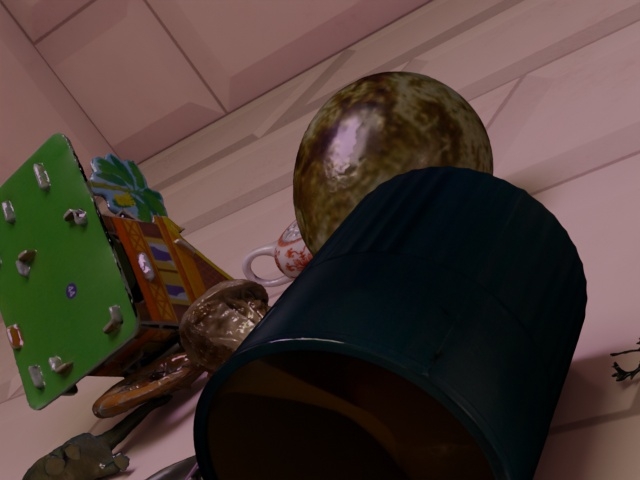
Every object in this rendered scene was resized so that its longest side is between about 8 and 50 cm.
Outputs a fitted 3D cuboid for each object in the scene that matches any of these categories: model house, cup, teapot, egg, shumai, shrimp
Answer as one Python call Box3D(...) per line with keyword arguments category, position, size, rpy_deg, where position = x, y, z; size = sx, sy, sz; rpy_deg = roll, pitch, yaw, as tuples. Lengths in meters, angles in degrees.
Box3D(category="model house", position=(-0.299, 0.048, 1.785), size=(0.242, 0.357, 0.313), rpy_deg=(-39, -26, 23))
Box3D(category="cup", position=(0.075, 0.125, 0.983), size=(0.242, 0.308, 0.292), rpy_deg=(8, 34, 21))
Box3D(category="teapot", position=(0.000, 0.000, 1.685), size=(0.245, 0.116, 0.159), rpy_deg=(-30, 28, 14))
Box3D(category="egg", position=(0.080, -0.069, 1.469), size=(0.238, 0.238, 0.289), rpy_deg=(-17, 32, 51))
Box3D(category="shumai", position=(-0.100, 0.123, 1.551), size=(0.145, 0.145, 0.116), rpy_deg=(-39, 52, -11))
Box3D(category="shrimp", position=(-0.210, 0.192, 1.606), size=(0.187, 0.051, 0.132), rpy_deg=(-25, 12, -10))

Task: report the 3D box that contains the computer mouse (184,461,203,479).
Box3D(category="computer mouse", position=(-0.134, 0.285, 1.065), size=(0.310, 0.072, 0.158), rpy_deg=(-56, 0, 21))

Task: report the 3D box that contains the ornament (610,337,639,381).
Box3D(category="ornament", position=(0.269, 0.098, 0.941), size=(0.073, 0.028, 0.125), rpy_deg=(-45, 19, -31))

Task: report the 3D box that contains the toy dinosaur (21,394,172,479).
Box3D(category="toy dinosaur", position=(-0.331, 0.303, 1.567), size=(0.363, 0.076, 0.147), rpy_deg=(-35, 5, -17))

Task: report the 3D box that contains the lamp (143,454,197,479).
Box3D(category="lamp", position=(-0.185, 0.293, 1.218), size=(0.250, 0.101, 0.101), rpy_deg=(-38, 14, -22))
